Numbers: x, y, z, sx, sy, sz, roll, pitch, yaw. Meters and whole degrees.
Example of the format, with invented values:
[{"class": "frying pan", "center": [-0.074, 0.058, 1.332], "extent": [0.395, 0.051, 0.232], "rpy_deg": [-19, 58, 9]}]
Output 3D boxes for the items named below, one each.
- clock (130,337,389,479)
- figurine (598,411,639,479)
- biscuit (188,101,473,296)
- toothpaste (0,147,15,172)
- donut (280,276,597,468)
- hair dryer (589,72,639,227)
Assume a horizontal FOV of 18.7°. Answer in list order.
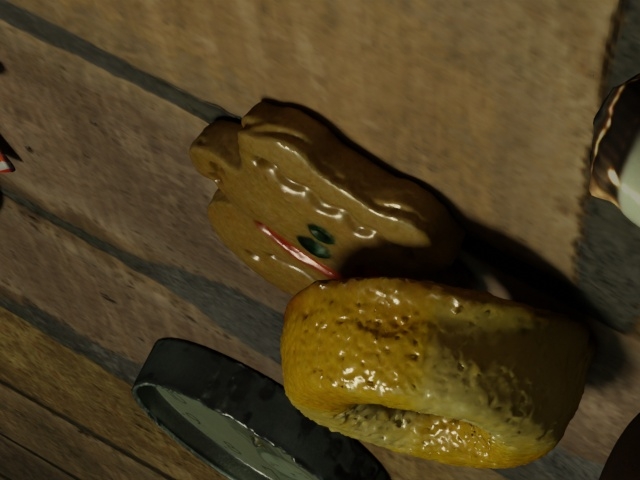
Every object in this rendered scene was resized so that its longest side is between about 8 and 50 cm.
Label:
[{"class": "clock", "center": [-0.048, 0.153, 1.488], "extent": [0.215, 0.042, 0.215], "rpy_deg": [30, 162, 11]}, {"class": "figurine", "center": [0.200, 0.153, 0.878], "extent": [0.161, 0.158, 0.275], "rpy_deg": [10, 154, 31]}, {"class": "biscuit", "center": [0.000, 0.000, 1.017], "extent": [0.166, 0.036, 0.225], "rpy_deg": [32, 163, -2]}, {"class": "toothpaste", "center": [-0.297, -0.062, 1.264], "extent": [0.193, 0.045, 0.071], "rpy_deg": [-3, 144, 17]}, {"class": "donut", "center": [0.055, 0.071, 0.981], "extent": [0.162, 0.065, 0.178], "rpy_deg": [7, 165, 8]}, {"class": "hair dryer", "center": [0.204, 0.046, 0.600], "extent": [0.362, 0.203, 0.128], "rpy_deg": [42, 173, 33]}]
